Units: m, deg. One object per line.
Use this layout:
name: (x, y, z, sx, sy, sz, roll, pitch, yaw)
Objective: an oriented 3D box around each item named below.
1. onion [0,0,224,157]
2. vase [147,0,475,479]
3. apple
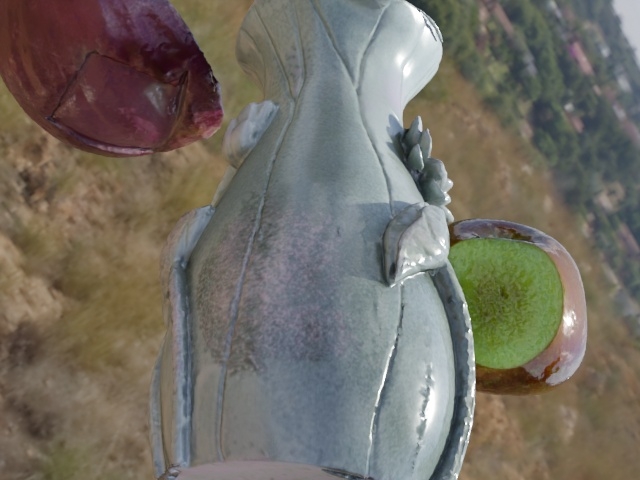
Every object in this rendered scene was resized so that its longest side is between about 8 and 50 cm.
onion: (-0.219, -0.156, 0.998, 0.111, 0.247, 0.250, -51, 139, -28)
vase: (0.000, 0.000, 0.846, 0.250, 0.249, 0.446, 40, 45, -45)
apple: (0.150, 0.056, 0.911, 0.163, 0.146, 0.147, -67, 158, -86)
